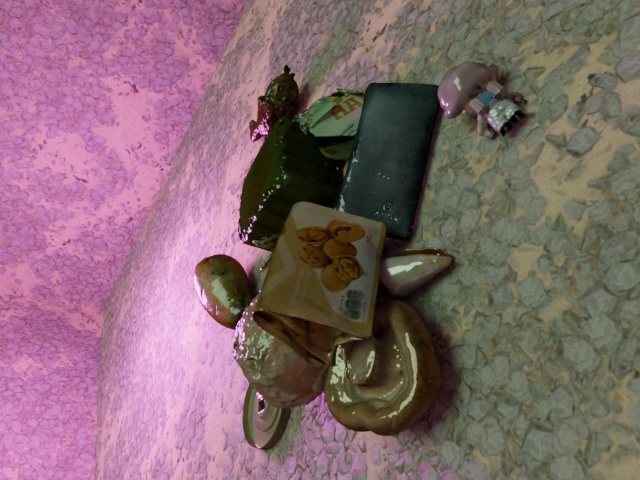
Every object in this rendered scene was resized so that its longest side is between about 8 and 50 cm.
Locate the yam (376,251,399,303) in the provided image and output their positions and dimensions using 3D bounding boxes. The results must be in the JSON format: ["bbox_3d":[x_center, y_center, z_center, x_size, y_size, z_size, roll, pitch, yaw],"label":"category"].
[{"bbox_3d":[0.124,0.077,1.153,0.068,0.068,0.169,-48,37,33],"label":"yam"}]

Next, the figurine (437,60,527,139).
[{"bbox_3d":[0.315,-0.292,1.027,0.137,0.112,0.229,-50,46,22],"label":"figurine"}]

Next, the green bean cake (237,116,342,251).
[{"bbox_3d":[-0.095,-0.156,1.509,0.319,0.218,0.334,-49,30,44],"label":"green bean cake"}]

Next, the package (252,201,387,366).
[{"bbox_3d":[0.000,0.093,1.048,0.311,0.222,0.165,-77,1,-46],"label":"package"}]

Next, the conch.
[{"bbox_3d":[0.186,0.052,1.046,0.176,0.105,0.094,-41,70,33],"label":"conch"}]

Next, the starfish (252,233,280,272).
[{"bbox_3d":[-0.075,0.029,1.410,0.208,0.175,0.053,-23,22,7],"label":"starfish"}]

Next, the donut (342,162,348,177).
[{"bbox_3d":[0.113,-0.131,1.268,0.141,0.085,0.217,-36,43,44],"label":"donut"}]

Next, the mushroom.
[{"bbox_3d":[0.116,0.251,0.986,0.278,0.146,0.278,-27,52,40],"label":"mushroom"}]

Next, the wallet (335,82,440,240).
[{"bbox_3d":[0.156,-0.193,1.180,0.191,0.046,0.378,11,79,18],"label":"wallet"}]

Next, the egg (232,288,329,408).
[{"bbox_3d":[-0.065,0.229,1.182,0.279,0.279,0.310,-34,39,45],"label":"egg"}]

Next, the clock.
[{"bbox_3d":[-0.156,0.458,1.415,0.235,0.029,0.234,-34,46,45],"label":"clock"}]

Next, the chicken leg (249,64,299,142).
[{"bbox_3d":[-0.182,-0.457,1.878,0.361,0.140,0.211,-48,16,49],"label":"chicken leg"}]

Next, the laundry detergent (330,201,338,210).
[{"bbox_3d":[0.000,0.000,1.337,0.221,0.144,0.078,-48,3,12],"label":"laundry detergent"}]

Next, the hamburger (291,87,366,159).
[{"bbox_3d":[0.041,-0.320,1.394,0.235,0.125,0.214,-12,53,13],"label":"hamburger"}]

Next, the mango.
[{"bbox_3d":[-0.315,0.177,1.712,0.329,0.176,0.176,52,151,32],"label":"mango"}]
